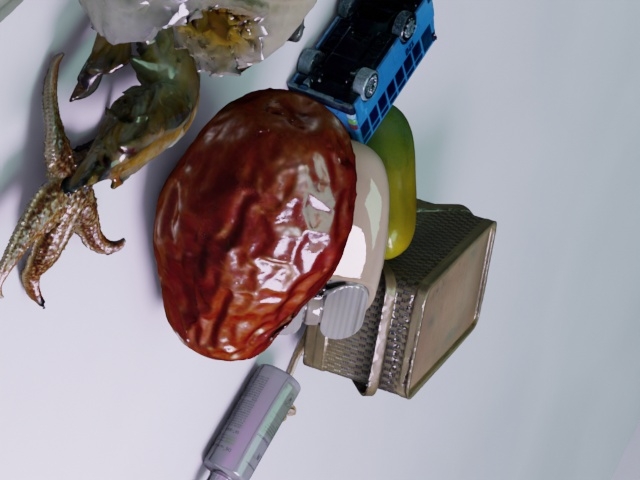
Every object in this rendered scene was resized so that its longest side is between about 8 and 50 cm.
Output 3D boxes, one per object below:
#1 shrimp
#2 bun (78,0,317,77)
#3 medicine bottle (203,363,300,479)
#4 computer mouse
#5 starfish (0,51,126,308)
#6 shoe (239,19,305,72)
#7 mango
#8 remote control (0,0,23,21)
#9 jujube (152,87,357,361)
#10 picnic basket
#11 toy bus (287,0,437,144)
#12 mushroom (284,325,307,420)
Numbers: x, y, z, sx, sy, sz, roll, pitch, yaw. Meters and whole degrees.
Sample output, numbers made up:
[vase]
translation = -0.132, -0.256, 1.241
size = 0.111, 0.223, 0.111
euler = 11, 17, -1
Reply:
[shrimp]
translation = -0.166, -0.136, 1.682
size = 0.254, 0.059, 0.145
euler = -45, 128, -57
[bun]
translation = -0.114, -0.286, 1.548
size = 0.281, 0.205, 0.281
euler = -46, 154, -31
[medicine bottle]
translation = -0.092, 0.236, 2.154
size = 0.199, 0.057, 0.057
euler = -59, 153, -22
[computer mouse]
translation = 0.000, 0.000, 2.069
size = 0.082, 0.145, 0.236
euler = -101, -161, -63
[starfish]
translation = -0.228, -0.045, 1.676
size = 0.213, 0.057, 0.238
euler = -49, 149, -52
[shoe]
translation = -0.054, -0.232, 1.836
size = 0.227, 0.099, 0.125
euler = -53, 157, -41
[mango]
translation = 0.067, -0.068, 2.173
size = 0.122, 0.085, 0.191
euler = 96, -6, -78
[remote control]
translation = -0.270, -0.280, 1.444
size = 0.123, 0.038, 0.285
euler = -52, 151, -32
[jujube]
translation = -0.064, -0.013, 1.873
size = 0.197, 0.197, 0.290
euler = -34, 152, -52
[picnic basket]
translation = 0.096, 0.063, 2.268
size = 0.266, 0.139, 0.165
euler = -41, 145, -56
[toy bus]
translation = 0.050, -0.200, 2.086
size = 0.185, 0.090, 0.106
euler = -56, 152, -23
[mushroom]
translation = 0.002, 0.083, 2.280
size = 0.028, 0.026, 0.286
euler = 46, 64, -80
